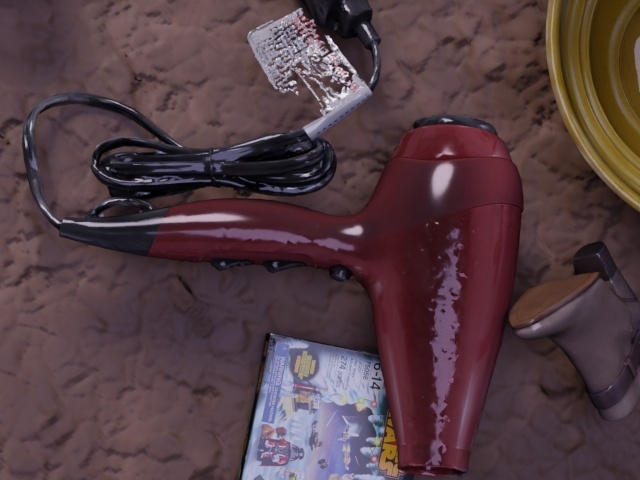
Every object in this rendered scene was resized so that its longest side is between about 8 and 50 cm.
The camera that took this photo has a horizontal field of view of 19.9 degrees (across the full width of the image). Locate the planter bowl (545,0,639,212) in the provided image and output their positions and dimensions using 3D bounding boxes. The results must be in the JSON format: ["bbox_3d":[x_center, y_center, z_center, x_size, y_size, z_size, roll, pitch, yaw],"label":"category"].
[{"bbox_3d":[0.220,-0.101,0.996,0.217,0.090,0.217,0,86,-6],"label":"planter bowl"}]

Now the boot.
[{"bbox_3d":[0.145,0.057,0.978,0.118,0.042,0.087,-36,112,-48],"label":"boot"}]

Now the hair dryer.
[{"bbox_3d":[0.000,0.000,0.980,0.223,0.080,0.293,-36,76,-4],"label":"hair dryer"}]

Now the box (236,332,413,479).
[{"bbox_3d":[0.003,0.126,0.995,0.094,0.027,0.137,11,86,-7],"label":"box"}]
